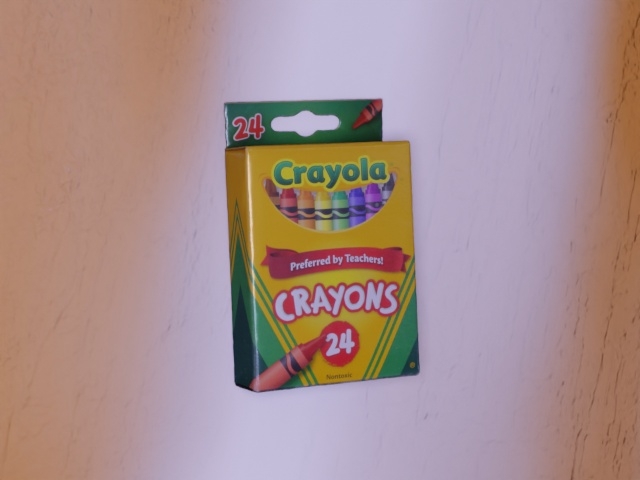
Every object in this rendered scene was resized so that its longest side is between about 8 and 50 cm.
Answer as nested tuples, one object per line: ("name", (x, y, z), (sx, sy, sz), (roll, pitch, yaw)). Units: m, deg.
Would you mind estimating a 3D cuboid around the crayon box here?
("crayon box", (0.000, 0.000, 1.637), (0.202, 0.081, 0.318), (-5, 93, -22))
